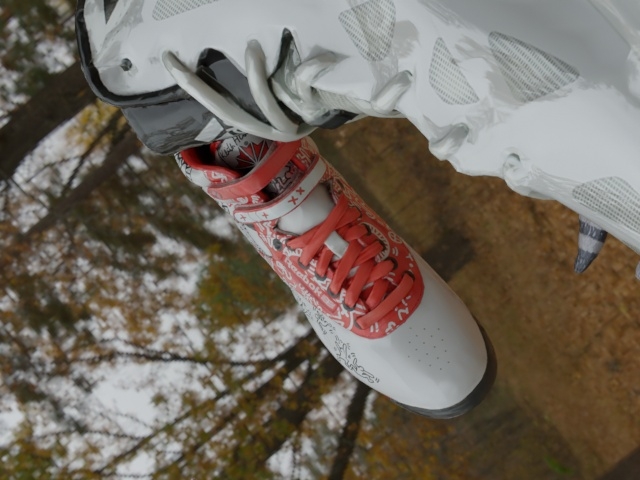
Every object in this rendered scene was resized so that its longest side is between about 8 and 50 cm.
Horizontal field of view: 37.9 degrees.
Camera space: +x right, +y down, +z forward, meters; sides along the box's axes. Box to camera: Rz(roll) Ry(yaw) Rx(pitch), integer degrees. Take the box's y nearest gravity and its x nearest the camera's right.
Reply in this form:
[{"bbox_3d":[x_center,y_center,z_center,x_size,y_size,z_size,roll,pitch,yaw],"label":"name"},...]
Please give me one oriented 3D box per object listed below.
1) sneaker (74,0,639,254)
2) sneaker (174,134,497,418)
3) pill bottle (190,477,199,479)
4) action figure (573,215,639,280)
[{"bbox_3d":[0.047,-0.076,0.445,0.169,0.257,0.447,4,-130,-57],"label":"sneaker"},{"bbox_3d":[-0.001,0.000,0.612,0.270,0.090,0.145,49,-178,31],"label":"sneaker"},{"bbox_3d":[-0.061,0.364,1.000,0.245,0.136,0.136,34,-175,-2],"label":"pill bottle"},{"bbox_3d":[0.299,-0.116,0.914,0.341,0.178,0.330,-37,-65,-56],"label":"action figure"}]
